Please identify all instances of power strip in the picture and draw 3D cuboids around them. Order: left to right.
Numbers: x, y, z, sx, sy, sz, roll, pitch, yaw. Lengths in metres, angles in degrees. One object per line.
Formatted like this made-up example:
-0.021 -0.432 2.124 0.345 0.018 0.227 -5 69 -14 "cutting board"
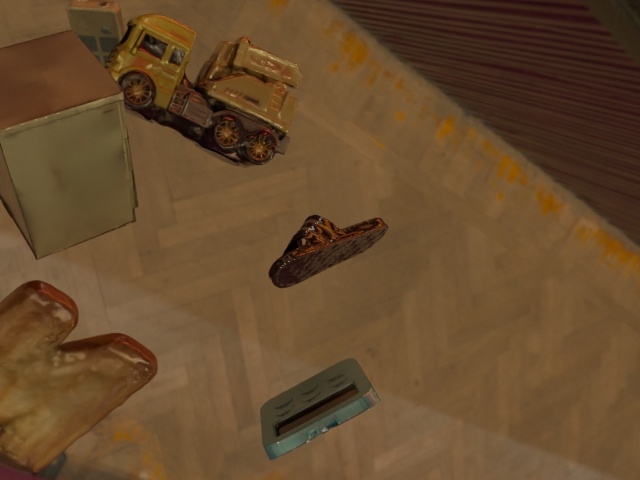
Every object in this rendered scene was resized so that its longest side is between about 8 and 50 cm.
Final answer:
-0.519 -0.462 1.794 0.118 0.046 0.270 6 142 1 "power strip"

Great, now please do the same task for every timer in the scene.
-0.006 0.322 1.455 0.232 0.250 0.091 -27 87 -4 "timer"

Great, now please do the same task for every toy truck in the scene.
-0.236 -0.318 1.562 0.405 0.181 0.254 22 92 -24 "toy truck"

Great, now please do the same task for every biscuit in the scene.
-0.401 0.195 1.048 0.291 0.062 0.237 -40 122 16 "biscuit"

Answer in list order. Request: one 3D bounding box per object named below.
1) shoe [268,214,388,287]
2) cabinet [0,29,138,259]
0.000 0.000 0.819 0.179 0.049 0.071 -21 157 -45 "shoe"
-0.322 -0.115 0.916 0.150 0.145 0.206 -25 145 -26 "cabinet"
